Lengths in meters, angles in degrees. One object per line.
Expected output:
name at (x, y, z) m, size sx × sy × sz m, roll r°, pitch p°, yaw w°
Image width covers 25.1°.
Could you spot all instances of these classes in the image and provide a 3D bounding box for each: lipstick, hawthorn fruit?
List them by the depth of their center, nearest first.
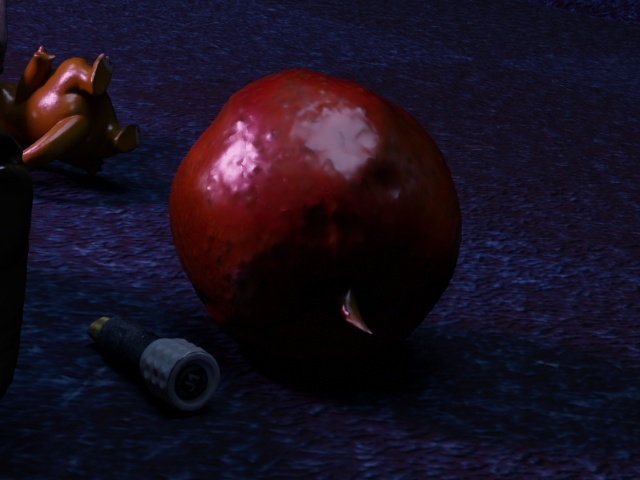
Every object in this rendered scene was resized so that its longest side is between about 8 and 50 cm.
lipstick at (-0.102, 0.063, 0.828) m, size 0.037 × 0.037 × 0.116 m, roll -5°, pitch 17°, yaw -35°
hawthorn fruit at (0.000, 0.000, 0.868) m, size 0.179 × 0.179 × 0.200 m, roll 2°, pitch 38°, yaw -15°

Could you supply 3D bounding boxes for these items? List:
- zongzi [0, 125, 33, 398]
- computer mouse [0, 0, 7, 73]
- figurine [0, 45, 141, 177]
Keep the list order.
zongzi at (-0.434, -0.089, 0.743) m, size 0.466 × 0.218 × 0.500 m, roll -1°, pitch 34°, yaw -31°
computer mouse at (-0.323, -0.196, 1.231) m, size 0.113 × 0.068 × 0.229 m, roll 23°, pitch 30°, yaw -25°
figurine at (-0.249, -0.091, 1.207) m, size 0.176 × 0.121 × 0.122 m, roll 4°, pitch 39°, yaw 41°
